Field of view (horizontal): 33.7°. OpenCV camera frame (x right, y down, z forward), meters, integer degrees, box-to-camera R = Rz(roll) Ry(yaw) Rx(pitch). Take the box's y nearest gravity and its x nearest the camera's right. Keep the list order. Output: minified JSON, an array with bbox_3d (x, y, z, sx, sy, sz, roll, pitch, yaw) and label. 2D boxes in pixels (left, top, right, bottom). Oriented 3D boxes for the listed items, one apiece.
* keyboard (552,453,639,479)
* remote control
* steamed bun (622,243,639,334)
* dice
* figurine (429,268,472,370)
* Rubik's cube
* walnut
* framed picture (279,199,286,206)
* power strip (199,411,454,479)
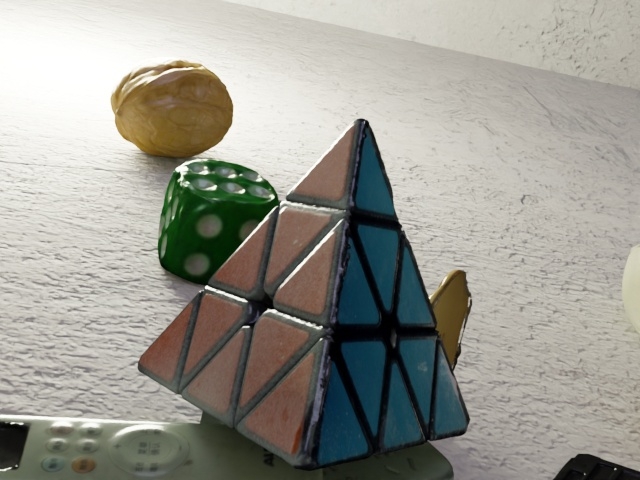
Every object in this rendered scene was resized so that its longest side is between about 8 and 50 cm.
[{"bbox_3d":[0.249,0.258,0.979,0.106,0.016,0.262,15,16,25],"label":"keyboard"},{"bbox_3d":[-0.153,0.173,0.810,0.310,0.038,0.090,5,28,-6],"label":"remote control"},{"bbox_3d":[0.519,0.069,1.398,0.146,0.164,0.242,8,-15,-20],"label":"steamed bun"},{"bbox_3d":[-0.127,-0.023,1.298,0.128,0.120,0.131,9,25,-17],"label":"dice"},{"bbox_3d":[0.008,0.070,1.108,0.257,0.181,0.208,17,50,24],"label":"figurine"},{"bbox_3d":[-0.001,0.082,0.872,0.229,0.233,0.228,-29,65,-24],"label":"Rubik's cube"},{"bbox_3d":[-0.229,-0.203,1.620,0.159,0.159,0.207,31,26,33],"label":"walnut"},{"bbox_3d":[-0.037,-0.018,1.460,0.199,0.010,0.195,12,20,13],"label":"framed picture"},{"bbox_3d":[-0.032,0.194,0.929,0.265,0.059,0.194,-6,31,-40],"label":"power strip"}]
